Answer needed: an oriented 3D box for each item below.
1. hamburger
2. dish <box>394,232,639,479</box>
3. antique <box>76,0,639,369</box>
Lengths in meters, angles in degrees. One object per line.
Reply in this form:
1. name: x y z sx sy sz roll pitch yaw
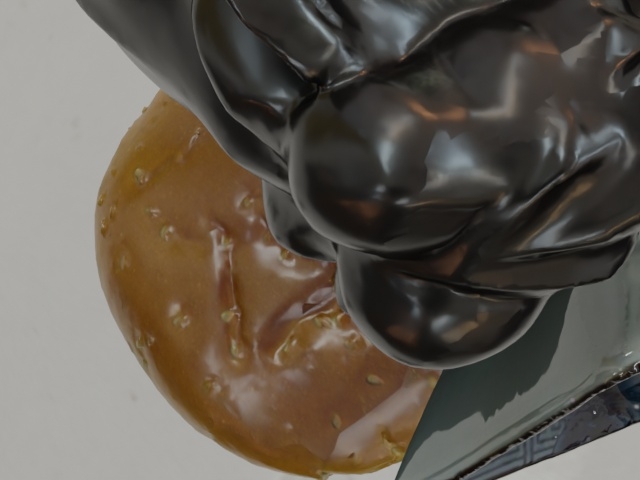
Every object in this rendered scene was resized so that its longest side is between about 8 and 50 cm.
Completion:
1. hamburger: 0.000 0.000 1.185 0.290 0.170 0.314 -45 78 12
2. dish: 0.139 0.047 0.884 0.182 0.243 0.080 -16 75 -29
3. antique: 0.045 -0.116 0.604 0.255 0.185 0.322 -38 54 -15
